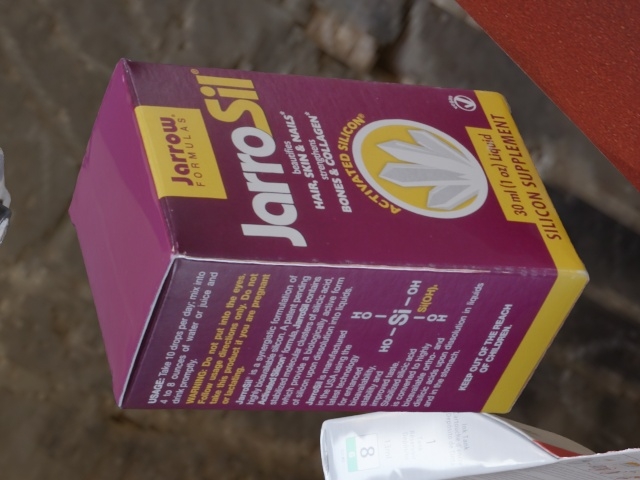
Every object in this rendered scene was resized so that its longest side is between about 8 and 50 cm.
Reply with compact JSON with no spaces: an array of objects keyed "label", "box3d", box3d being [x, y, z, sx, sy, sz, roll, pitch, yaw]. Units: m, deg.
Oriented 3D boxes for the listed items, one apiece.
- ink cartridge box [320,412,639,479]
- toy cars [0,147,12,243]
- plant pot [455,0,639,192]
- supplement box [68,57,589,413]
[{"label":"ink cartridge box","box3d":[0.137,0.128,1.159,0.225,0.056,0.181,-13,164,21]},{"label":"toy cars","box3d":[-0.292,-0.079,0.991,0.176,0.087,0.394,29,-177,43]},{"label":"plant pot","box3d":[0.233,-0.112,0.584,0.267,0.267,0.236,41,172,-30]},{"label":"supplement box","box3d":[0.000,0.000,0.355,0.083,0.043,0.055,2,-135,-24]}]
